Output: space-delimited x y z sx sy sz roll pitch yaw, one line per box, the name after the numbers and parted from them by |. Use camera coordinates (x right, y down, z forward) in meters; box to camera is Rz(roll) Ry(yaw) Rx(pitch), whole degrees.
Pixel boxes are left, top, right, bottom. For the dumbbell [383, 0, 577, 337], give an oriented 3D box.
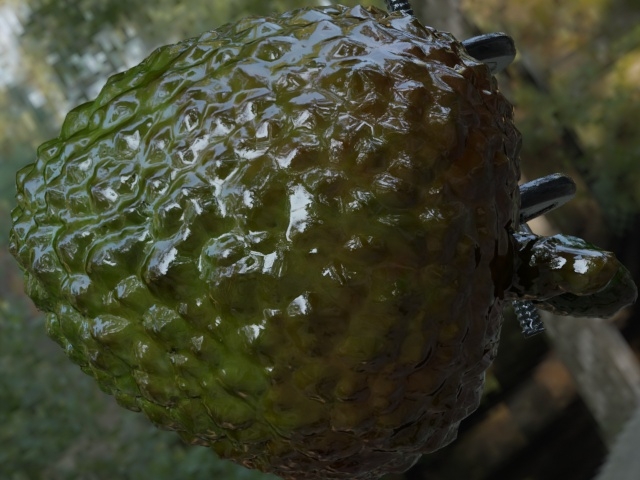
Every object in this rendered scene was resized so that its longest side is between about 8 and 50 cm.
0.051 -0.034 0.695 0.069 0.147 0.069 -22 -5 -2 | dumbbell

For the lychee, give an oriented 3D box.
0.000 0.000 0.441 0.146 0.114 0.114 7 -3 13 | lychee

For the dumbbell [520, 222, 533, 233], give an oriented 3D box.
0.046 -0.005 0.770 0.040 0.083 0.036 -48 22 44 | dumbbell
